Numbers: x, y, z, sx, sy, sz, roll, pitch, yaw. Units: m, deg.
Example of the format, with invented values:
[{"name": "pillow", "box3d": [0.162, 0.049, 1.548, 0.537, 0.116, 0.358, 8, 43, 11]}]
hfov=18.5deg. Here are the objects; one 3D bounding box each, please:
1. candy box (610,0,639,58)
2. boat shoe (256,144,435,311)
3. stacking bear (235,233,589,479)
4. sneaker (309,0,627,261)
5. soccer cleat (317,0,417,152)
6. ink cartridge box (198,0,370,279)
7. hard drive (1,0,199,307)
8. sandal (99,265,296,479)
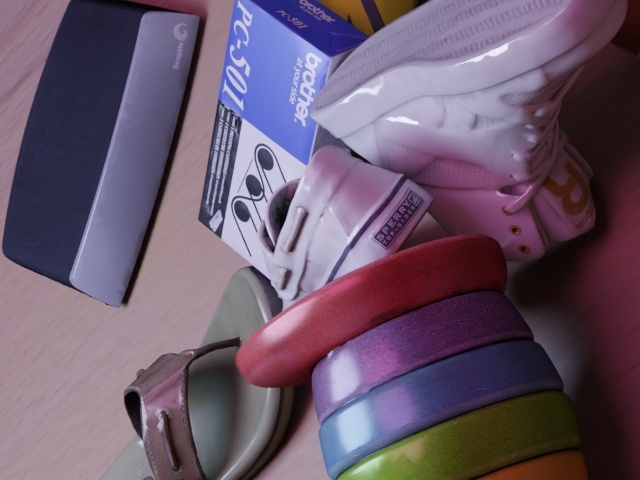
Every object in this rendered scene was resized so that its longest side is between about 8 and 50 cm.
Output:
[{"name": "candy box", "box3d": [0.200, -0.217, 1.192, 0.187, 0.109, 0.053, -56, 16, 25]}, {"name": "boat shoe", "box3d": [0.000, 0.000, 1.303, 0.096, 0.088, 0.267, -53, 0, -12]}, {"name": "stacking bear", "box3d": [0.090, 0.158, 1.173, 0.289, 0.175, 0.164, 68, 157, 14]}, {"name": "sneaker", "box3d": [0.130, -0.077, 1.195, 0.108, 0.169, 0.292, -54, 16, -23]}, {"name": "soccer cleat", "box3d": [0.027, -0.193, 1.385, 0.093, 0.121, 0.289, 44, 118, 46]}, {"name": "ink cartridge box", "box3d": [-0.028, -0.075, 1.395, 0.097, 0.046, 0.207, 38, 135, 28]}, {"name": "hard drive", "box3d": [-0.194, -0.084, 1.678, 0.172, 0.054, 0.255, 19, 94, 51]}, {"name": "sandal", "box3d": [-0.113, 0.150, 1.483, 0.303, 0.086, 0.120, -55, 43, 24]}]
